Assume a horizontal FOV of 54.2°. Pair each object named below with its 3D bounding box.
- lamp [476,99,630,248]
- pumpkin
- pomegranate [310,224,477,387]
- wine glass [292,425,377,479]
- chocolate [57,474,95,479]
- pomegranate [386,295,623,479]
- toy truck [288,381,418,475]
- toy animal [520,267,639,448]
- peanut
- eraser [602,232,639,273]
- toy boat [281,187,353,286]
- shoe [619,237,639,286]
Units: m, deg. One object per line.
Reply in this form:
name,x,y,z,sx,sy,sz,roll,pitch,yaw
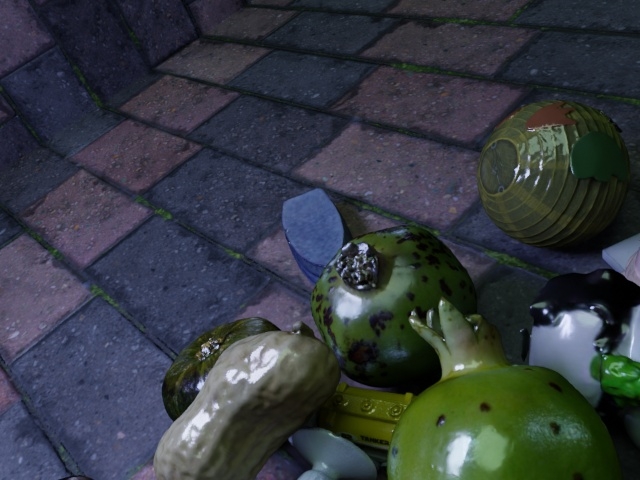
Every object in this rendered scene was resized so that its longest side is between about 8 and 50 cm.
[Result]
lamp,0.407,-0.105,1.045,0.285,0.250,0.250,8,32,-23
pumpkin,-0.143,0.222,1.002,0.224,0.157,0.223,-23,19,8
pomegranate,0.101,0.092,0.939,0.254,0.270,0.254,-16,55,25
wine glass,-0.024,0.356,0.797,0.165,0.164,0.196,3,38,31
chocolate,-0.296,0.464,0.762,0.210,0.225,0.340,3,48,20
pomegranate,0.189,0.229,0.704,0.261,0.260,0.340,-22,71,4
toy truck,0.050,0.256,0.894,0.227,0.114,0.098,2,46,30
toy animal,0.394,0.147,0.768,0.267,0.212,0.212,11,50,44
peanut,-0.099,0.222,0.829,0.291,0.143,0.159,-48,16,7
eraser,0.540,0.022,0.978,0.151,0.023,0.103,-25,41,-1
toy boat,0.000,0.000,1.247,0.127,0.078,0.283,-21,37,0
shoe,0.575,-0.028,0.853,0.351,0.198,0.172,-43,60,-12
